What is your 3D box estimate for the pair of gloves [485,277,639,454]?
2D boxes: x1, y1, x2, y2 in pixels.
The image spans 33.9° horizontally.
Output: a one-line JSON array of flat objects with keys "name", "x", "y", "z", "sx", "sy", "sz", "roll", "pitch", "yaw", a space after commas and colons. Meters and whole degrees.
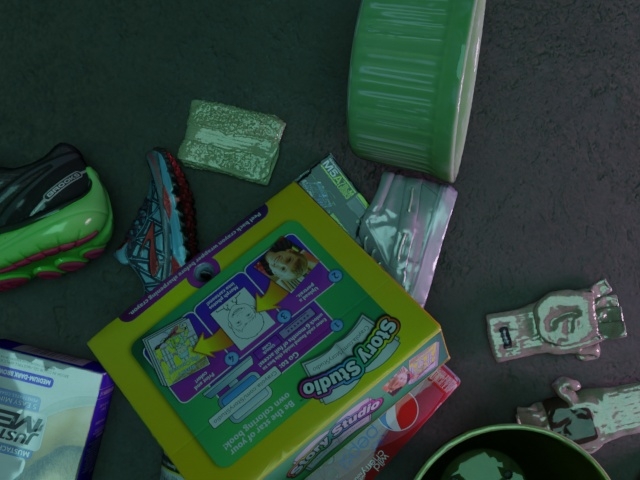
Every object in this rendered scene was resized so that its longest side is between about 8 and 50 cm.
[{"name": "pair of gloves", "x": 0.367, "y": 0.191, "z": 1.528, "sx": 0.204, "sy": 0.042, "sz": 0.240, "roll": -20, "pitch": 85, "yaw": 4}]

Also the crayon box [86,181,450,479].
[{"name": "crayon box", "x": -0.070, "y": 0.145, "z": 1.378, "sx": 0.363, "sy": 0.106, "sz": 0.313, "roll": -38, "pitch": 60, "yaw": -10}]

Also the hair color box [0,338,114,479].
[{"name": "hair color box", "x": -0.428, "y": 0.328, "z": 1.512, "sx": 0.185, "sy": 0.110, "sz": 0.338, "roll": 13, "pitch": 90, "yaw": 1}]

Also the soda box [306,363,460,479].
[{"name": "soda box", "x": 0.082, "y": 0.267, "z": 1.506, "sx": 0.083, "sy": 0.092, "sz": 0.263, "roll": 43, "pitch": 90, "yaw": 2}]

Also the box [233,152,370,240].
[{"name": "box", "x": 0.000, "y": 0.000, "z": 1.545, "sx": 0.184, "sy": 0.045, "sz": 0.190, "roll": -38, "pitch": 87, "yaw": -3}]

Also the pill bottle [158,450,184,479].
[{"name": "pill bottle", "x": -0.146, "y": 0.441, "z": 1.458, "sx": 0.188, "sy": 0.188, "sz": 0.333, "roll": 9, "pitch": 88, "yaw": 2}]

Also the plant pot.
[{"name": "plant pot", "x": 0.234, "y": 0.361, "z": 1.398, "sx": 0.275, "sy": 0.293, "sz": 0.274, "roll": 0, "pitch": 88, "yaw": 1}]

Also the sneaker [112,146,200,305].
[{"name": "sneaker", "x": -0.245, "y": -0.005, "z": 1.523, "sx": 0.125, "sy": 0.104, "sz": 0.261, "roll": -7, "pitch": 87, "yaw": 3}]

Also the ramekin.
[{"name": "ramekin", "x": 0.133, "y": -0.237, "z": 1.432, "sx": 0.148, "sy": 0.303, "sz": 0.303, "roll": 9, "pitch": 88, "yaw": 10}]

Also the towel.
[{"name": "towel", "x": -0.133, "y": -0.149, "z": 1.564, "sx": 0.148, "sy": 0.027, "sz": 0.110, "roll": 14, "pitch": 87, "yaw": 2}]

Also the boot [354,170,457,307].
[{"name": "boot", "x": 0.101, "y": 0.031, "z": 1.486, "sx": 0.123, "sy": 0.095, "sz": 0.258, "roll": 16, "pitch": 80, "yaw": 7}]

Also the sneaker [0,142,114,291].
[{"name": "sneaker", "x": -0.540, "y": -0.015, "z": 1.518, "sx": 0.483, "sy": 0.185, "sz": 0.202, "roll": -14, "pitch": 69, "yaw": -2}]
